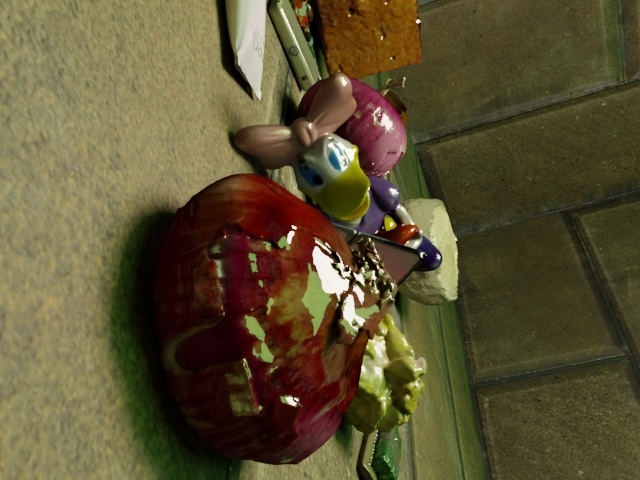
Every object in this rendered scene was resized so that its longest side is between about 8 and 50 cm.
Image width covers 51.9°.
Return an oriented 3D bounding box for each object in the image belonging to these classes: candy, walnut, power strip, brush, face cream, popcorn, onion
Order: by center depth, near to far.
[{"bbox_3d":[-0.020,0.057,0.517,0.230,0.164,0.229,-6,90,-75],"label":"onion"},{"bbox_3d":[-0.095,-0.305,0.822,0.092,0.058,0.243,48,37,-71],"label":"face cream"},{"bbox_3d":[0.069,0.173,0.849,0.145,0.126,0.125,63,-15,16],"label":"popcorn"},{"bbox_3d":[0.098,0.281,0.992,0.282,0.048,0.054,-53,130,-74],"label":"brush"},{"bbox_3d":[0.047,-0.169,0.994,0.177,0.177,0.153,58,44,-51],"label":"onion"},{"bbox_3d":[-0.041,-0.321,1.088,0.076,0.028,0.168,-86,155,-53],"label":"power strip"},{"bbox_3d":[-0.020,-0.365,1.211,0.055,0.049,0.184,-53,144,-32],"label":"candy"},{"bbox_3d":[0.147,-0.291,1.589,0.245,0.137,0.137,-75,148,-62],"label":"walnut"}]

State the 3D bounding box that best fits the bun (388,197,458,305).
[{"bbox_3d":[0.226,0.028,1.518,0.259,0.152,0.259,-7,90,-66],"label":"bun"}]

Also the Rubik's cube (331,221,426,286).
[{"bbox_3d":[0.000,0.000,0.670,0.178,0.190,0.211,41,50,-5],"label":"Rubik's cube"}]

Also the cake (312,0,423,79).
[{"bbox_3d":[0.074,-0.473,1.300,0.293,0.196,0.198,-101,174,-48],"label":"cake"}]

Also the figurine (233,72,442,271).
[{"bbox_3d":[0.041,-0.049,0.878,0.193,0.154,0.421,60,4,21],"label":"figurine"}]

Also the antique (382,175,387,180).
[{"bbox_3d":[0.067,-0.169,1.231,0.086,0.088,0.182,54,25,-53],"label":"antique"}]
